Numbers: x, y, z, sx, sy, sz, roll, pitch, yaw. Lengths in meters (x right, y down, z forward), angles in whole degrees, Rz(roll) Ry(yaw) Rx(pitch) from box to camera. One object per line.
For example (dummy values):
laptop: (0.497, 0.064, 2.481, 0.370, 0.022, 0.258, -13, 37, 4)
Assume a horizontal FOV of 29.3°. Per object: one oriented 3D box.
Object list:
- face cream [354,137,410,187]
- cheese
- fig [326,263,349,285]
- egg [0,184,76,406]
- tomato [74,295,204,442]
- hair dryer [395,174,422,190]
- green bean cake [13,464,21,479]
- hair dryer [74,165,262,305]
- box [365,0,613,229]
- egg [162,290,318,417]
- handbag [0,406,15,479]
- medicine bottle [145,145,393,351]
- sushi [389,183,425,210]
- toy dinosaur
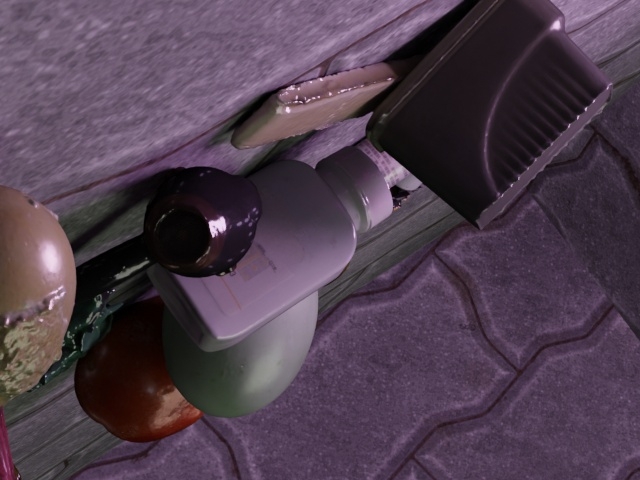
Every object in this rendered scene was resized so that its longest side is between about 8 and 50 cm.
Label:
face cream: (0.079, -0.107, 1.744, 0.269, 0.082, 0.082, -34, 173, -7)
cheese: (0.039, -0.166, 1.386, 0.085, 0.034, 0.400, -46, 169, 34)
fig: (0.000, 0.000, 1.957, 0.123, 0.123, 0.156, -41, -177, 37)
egg: (-0.261, 0.044, 0.876, 0.201, 0.164, 0.164, -42, 170, 28)
tomato: (-0.235, 0.187, 1.789, 0.232, 0.188, 0.232, -37, 174, -4)
hair dryer: (0.212, -0.172, 1.998, 0.236, 0.073, 0.131, -32, 171, -45)
green bean cake: (-0.535, 0.428, 1.829, 0.224, 0.229, 0.131, -31, 178, -16)
hair dryer: (-0.222, 0.022, 1.305, 0.360, 0.120, 0.303, -26, -172, 7)
box: (0.207, -0.160, 1.436, 0.274, 0.178, 0.138, -45, 168, 4)
egg: (-0.107, 0.101, 1.630, 0.203, 0.203, 0.282, -18, 128, -67)
handbag: (-0.366, 0.192, 1.096, 0.146, 0.225, 0.135, 4, 147, -44)
medicine bottle: (-0.057, -0.001, 1.494, 0.296, 0.161, 0.111, -34, 172, -20)
sushi: (0.110, -0.076, 2.024, 0.126, 0.026, 0.120, 11, -151, 42)
toy dinosaur: (-0.330, 0.133, 1.439, 0.292, 0.079, 0.120, -37, 176, 29)
